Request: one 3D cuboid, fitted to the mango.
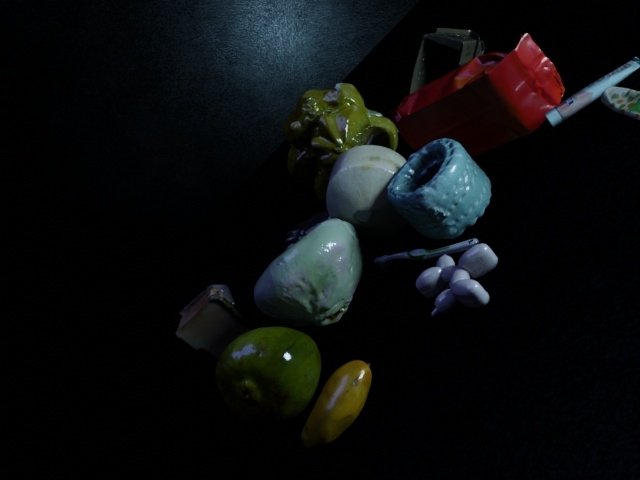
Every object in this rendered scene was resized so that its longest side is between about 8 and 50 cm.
[{"bbox_3d":[0.029,0.296,1.120,0.190,0.075,0.098,-52,4,-4],"label":"mango"}]

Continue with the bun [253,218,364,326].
[{"bbox_3d":[-0.004,0.096,1.430,0.293,0.187,0.293,-42,-9,-8],"label":"bun"}]

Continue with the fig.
[{"bbox_3d":[-0.096,0.264,1.274,0.203,0.203,0.225,-34,2,31],"label":"fig"}]

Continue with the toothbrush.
[{"bbox_3d":[0.217,0.028,1.335,0.304,0.030,0.030,-17,34,54],"label":"toothbrush"}]

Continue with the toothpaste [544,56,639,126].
[{"bbox_3d":[0.564,-0.308,1.286,0.205,0.036,0.056,-34,20,20],"label":"toothpaste"}]

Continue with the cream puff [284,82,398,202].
[{"bbox_3d":[0.042,-0.262,1.788,0.378,0.378,0.275,-32,2,34],"label":"cream puff"}]

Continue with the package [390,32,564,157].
[{"bbox_3d":[0.353,-0.309,1.477,0.423,0.196,0.123,-18,38,52],"label":"package"}]

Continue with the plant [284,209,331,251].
[{"bbox_3d":[0.000,0.000,1.693,0.194,0.132,0.129,-30,21,26],"label":"plant"}]

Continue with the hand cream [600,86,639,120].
[{"bbox_3d":[0.580,-0.256,1.162,0.057,0.037,0.165,-43,25,8],"label":"hand cream"}]

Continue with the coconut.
[{"bbox_3d":[0.124,-0.111,1.529,0.241,0.241,0.241,-40,20,18],"label":"coconut"}]

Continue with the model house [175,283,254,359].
[{"bbox_3d":[-0.282,0.221,1.748,0.166,0.183,0.172,-41,20,11],"label":"model house"}]

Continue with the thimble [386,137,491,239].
[{"bbox_3d":[0.256,-0.105,1.350,0.198,0.143,0.235,-38,20,25],"label":"thimble"}]

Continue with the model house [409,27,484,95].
[{"bbox_3d":[0.410,-0.484,1.779,0.204,0.211,0.243,26,33,29],"label":"model house"}]

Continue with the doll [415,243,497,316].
[{"bbox_3d":[0.245,0.072,1.147,0.160,0.059,0.161,-26,28,41],"label":"doll"}]
